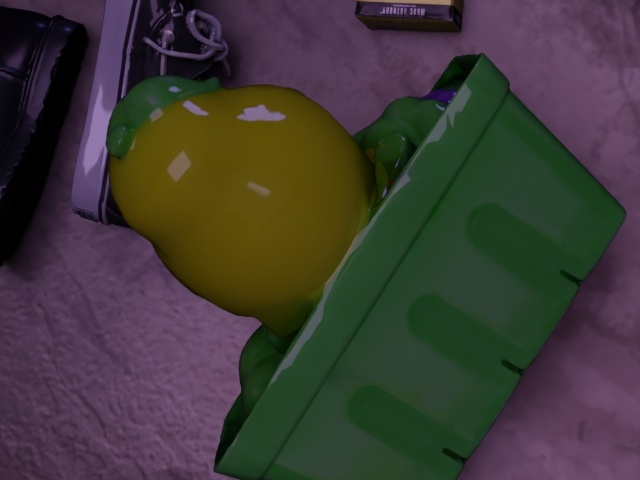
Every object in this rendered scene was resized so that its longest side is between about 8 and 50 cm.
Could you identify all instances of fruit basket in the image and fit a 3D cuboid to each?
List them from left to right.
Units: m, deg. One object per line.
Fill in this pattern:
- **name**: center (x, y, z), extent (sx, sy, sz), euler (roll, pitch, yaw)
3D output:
- **fruit basket**: center (0.000, 0.000, 1.294), extent (0.392, 0.283, 0.392), euler (0, 95, -1)

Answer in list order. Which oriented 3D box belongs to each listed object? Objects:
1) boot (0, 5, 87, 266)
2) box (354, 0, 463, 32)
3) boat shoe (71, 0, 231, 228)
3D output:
- **boot**: center (-0.337, -0.110, 1.469), extent (0.207, 0.094, 0.246), euler (17, 84, 9)
- **box**: center (0.083, -0.295, 1.411), extent (0.087, 0.058, 0.232), euler (3, 88, 13)
- **boat shoe**: center (-0.130, -0.157, 1.422), extent (0.105, 0.113, 0.306), euler (13, 92, 6)
